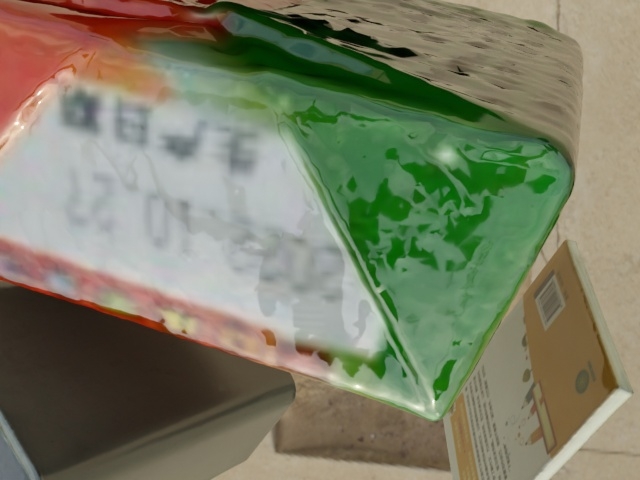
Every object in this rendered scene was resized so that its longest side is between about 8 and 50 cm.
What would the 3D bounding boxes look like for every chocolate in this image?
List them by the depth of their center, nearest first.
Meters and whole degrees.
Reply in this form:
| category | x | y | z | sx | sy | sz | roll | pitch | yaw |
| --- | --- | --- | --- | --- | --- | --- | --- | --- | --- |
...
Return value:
| category | x | y | z | sx | sy | sz | roll | pitch | yaw |
| --- | --- | --- | --- | --- | --- | --- | --- | --- | --- |
| chocolate | -0.023 | -0.073 | 0.508 | 0.341 | 0.360 | 0.162 | 16 | 113 | 12 |

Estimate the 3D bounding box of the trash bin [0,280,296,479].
| category | x | y | z | sx | sy | sz | roll | pitch | yaw |
| --- | --- | --- | --- | --- | --- | --- | --- | --- | --- |
| trash bin | -0.152 | 0.110 | 0.568 | 0.164 | 0.240 | 0.122 | 48 | 119 | 23 |

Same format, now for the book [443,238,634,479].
| category | x | y | z | sx | sy | sz | roll | pitch | yaw |
| --- | --- | --- | --- | --- | --- | --- | --- | --- | --- |
| book | 0.211 | 0.169 | 0.868 | 0.020 | 0.208 | 0.295 | 16 | 128 | -14 |
